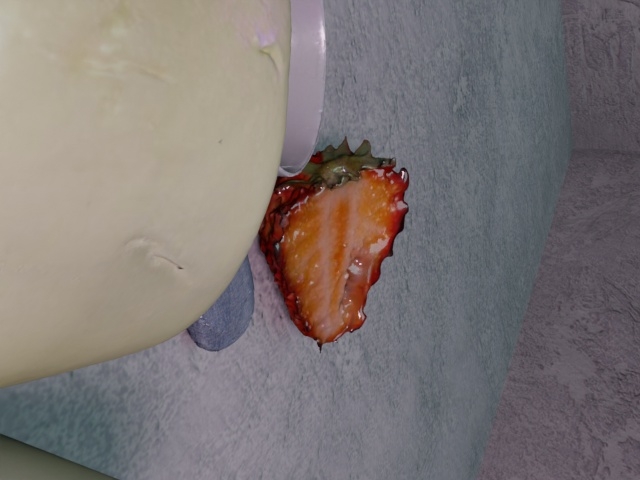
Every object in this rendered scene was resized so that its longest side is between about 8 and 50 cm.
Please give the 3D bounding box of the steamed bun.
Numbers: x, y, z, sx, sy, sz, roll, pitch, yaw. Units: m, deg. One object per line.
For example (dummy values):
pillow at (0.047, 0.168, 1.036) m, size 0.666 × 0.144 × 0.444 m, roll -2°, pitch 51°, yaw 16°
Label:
steamed bun at (-0.193, -0.120, 0.453) m, size 0.371 × 0.289 × 0.456 m, roll -6°, pitch 105°, yaw -53°

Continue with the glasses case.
glasses case at (-0.142, 0.010, 0.842) m, size 0.109 × 0.067 × 0.283 m, roll -44°, pitch 135°, yaw -43°

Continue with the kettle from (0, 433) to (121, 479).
kettle at (-0.252, 0.224, 0.438) m, size 0.265 × 0.318 × 0.205 m, roll 23°, pitch 79°, yaw -61°

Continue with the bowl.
bowl at (-0.096, -0.213, 0.755) m, size 0.287 × 0.143 × 0.287 m, roll 1°, pitch 90°, yaw -75°

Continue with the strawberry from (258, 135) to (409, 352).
strawberry at (0.011, -0.014, 1.035) m, size 0.253 × 0.150 × 0.280 m, roll -39°, pitch 135°, yaw -23°
